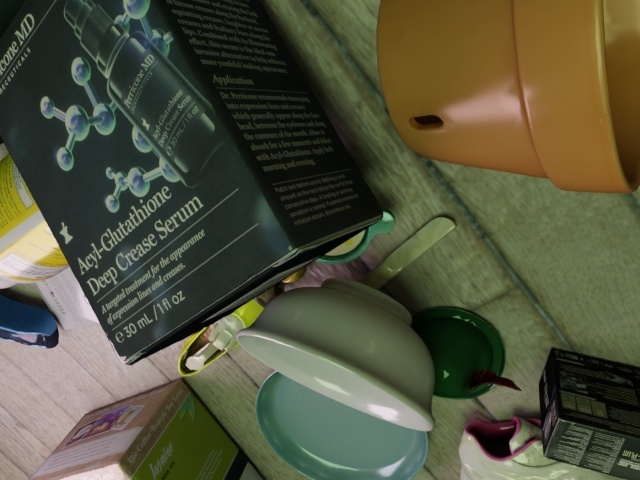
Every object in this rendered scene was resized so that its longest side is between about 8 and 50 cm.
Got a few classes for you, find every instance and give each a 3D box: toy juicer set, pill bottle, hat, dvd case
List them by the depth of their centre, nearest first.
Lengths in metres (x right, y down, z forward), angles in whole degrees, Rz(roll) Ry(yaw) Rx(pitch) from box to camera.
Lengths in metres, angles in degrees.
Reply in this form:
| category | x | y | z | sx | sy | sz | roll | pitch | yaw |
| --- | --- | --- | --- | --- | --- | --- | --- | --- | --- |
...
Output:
| category | x | y | z | sx | sy | sz | roll | pitch | yaw |
| --- | --- | --- | --- | --- | --- | --- | --- | --- | --- |
| hat | 0.179 | 0.211 | 0.792 | 0.172 | 0.183 | 0.209 | 9 | 120 | 14 |
| toy juicer set | 0.000 | 0.000 | 0.793 | 0.329 | 0.089 | 0.209 | 25 | 123 | 4 |
| pill bottle | -0.430 | -0.047 | 0.854 | 0.334 | 0.188 | 0.188 | -25 | 107 | 28 |
| dvd case | -0.429 | 0.079 | 1.018 | 0.238 | 0.029 | 0.179 | -9 | 115 | 24 |

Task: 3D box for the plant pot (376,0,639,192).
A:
| category | x | y | z | sx | sy | sz | roll | pitch | yaw |
| --- | --- | --- | --- | --- | --- | --- | --- | --- | --- |
| plant pot | 0.190 | -0.186 | 0.532 | 0.203 | 0.291 | 0.291 | 0 | 119 | 37 |

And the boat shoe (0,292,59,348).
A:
| category | x | y | z | sx | sy | sz | roll | pitch | yaw |
| --- | --- | --- | --- | --- | --- | --- | --- | --- | --- |
| boat shoe | -0.644 | 0.165 | 1.092 | 0.258 | 0.109 | 0.089 | 20 | 138 | 16 |

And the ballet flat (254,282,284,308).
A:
| category | x | y | z | sx | sy | sz | roll | pitch | yaw |
| --- | --- | --- | --- | --- | --- | --- | --- | --- | --- |
| ballet flat | -0.149 | 0.010 | 0.868 | 0.250 | 0.084 | 0.058 | 45 | 89 | -8 |

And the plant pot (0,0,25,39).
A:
| category | x | y | z | sx | sy | sz | roll | pitch | yaw |
| --- | --- | --- | --- | --- | --- | --- | --- | --- | --- |
| plant pot | -0.478 | -0.302 | 0.639 | 0.271 | 0.255 | 0.272 | 28 | 146 | 21 |

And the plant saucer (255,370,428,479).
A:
| category | x | y | z | sx | sy | sz | roll | pitch | yaw |
| --- | --- | --- | --- | --- | --- | --- | --- | --- | --- |
| plant saucer | 0.037 | 0.329 | 0.991 | 0.317 | 0.044 | 0.318 | 8 | 119 | 15 |

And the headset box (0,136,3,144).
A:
| category | x | y | z | sx | sy | sz | roll | pitch | yaw |
| --- | --- | --- | --- | --- | --- | --- | --- | --- | --- |
| headset box | -0.622 | -0.207 | 0.784 | 0.246 | 0.283 | 0.131 | 42 | 139 | -6 |

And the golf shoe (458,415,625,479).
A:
| category | x | y | z | sx | sy | sz | roll | pitch | yaw |
| --- | --- | --- | --- | --- | --- | --- | --- | --- | --- |
| golf shoe | 0.364 | 0.344 | 0.850 | 0.306 | 0.115 | 0.140 | -7 | 112 | 21 |

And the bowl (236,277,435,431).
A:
| category | x | y | z | sx | sy | sz | roll | pitch | yaw |
| --- | --- | --- | --- | --- | --- | --- | --- | --- | --- |
| bowl | 0.042 | 0.145 | 0.777 | 0.297 | 0.134 | 0.298 | 23 | 159 | 9 |

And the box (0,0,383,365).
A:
| category | x | y | z | sx | sy | sz | roll | pitch | yaw |
| --- | --- | --- | --- | --- | --- | --- | --- | --- | --- |
| box | -0.169 | -0.110 | 0.652 | 0.293 | 0.212 | 0.396 | -34 | 84 | 31 |

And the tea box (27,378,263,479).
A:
| category | x | y | z | sx | sy | sz | roll | pitch | yaw |
| --- | --- | --- | --- | --- | --- | --- | --- | --- | --- |
| tea box | -0.349 | 0.503 | 1.113 | 0.329 | 0.220 | 0.324 | -26 | 107 | 29 |

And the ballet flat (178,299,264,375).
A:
| category | x | y | z | sx | sy | sz | roll | pitch | yaw |
| --- | --- | --- | --- | --- | --- | --- | --- | --- | --- |
| ballet flat | -0.176 | 0.171 | 0.954 | 0.077 | 0.077 | 0.231 | 45 | 122 | -8 |

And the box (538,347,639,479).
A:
| category | x | y | z | sx | sy | sz | roll | pitch | yaw |
| --- | --- | --- | --- | --- | --- | --- | --- | --- | --- |
| box | 0.405 | 0.242 | 0.755 | 0.180 | 0.147 | 0.078 | 11 | 120 | 12 |
